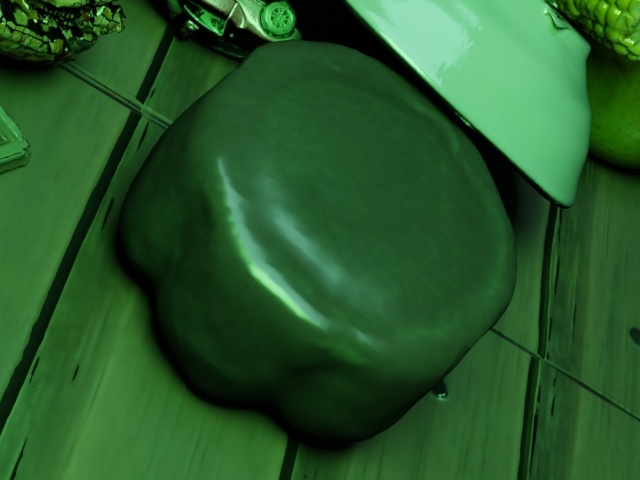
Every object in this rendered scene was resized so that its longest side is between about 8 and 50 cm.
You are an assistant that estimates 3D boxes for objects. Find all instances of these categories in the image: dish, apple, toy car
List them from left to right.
[{"bbox_3d":[-0.079,-0.162,1.227,0.142,0.069,0.055,30,79,-17],"label":"toy car"},{"bbox_3d":[0.101,-0.164,1.253,0.316,0.106,0.316,43,10,-9],"label":"dish"},{"bbox_3d":[0.260,-0.155,1.446,0.196,0.157,0.196,26,32,-18],"label":"apple"}]

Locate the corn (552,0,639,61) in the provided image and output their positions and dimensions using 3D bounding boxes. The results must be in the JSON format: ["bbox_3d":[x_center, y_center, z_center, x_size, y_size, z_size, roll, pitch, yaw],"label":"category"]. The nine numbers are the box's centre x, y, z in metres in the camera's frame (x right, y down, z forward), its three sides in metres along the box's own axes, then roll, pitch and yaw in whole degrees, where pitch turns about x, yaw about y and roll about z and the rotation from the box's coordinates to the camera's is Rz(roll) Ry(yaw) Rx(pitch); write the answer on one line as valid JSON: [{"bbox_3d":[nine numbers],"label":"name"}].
[{"bbox_3d":[0.178,-0.242,1.363,0.101,0.101,0.310,14,27,-32],"label":"corn"}]

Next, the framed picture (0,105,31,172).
[{"bbox_3d":[-0.333,-0.138,1.007,0.315,0.024,0.232,51,38,11],"label":"framed picture"}]

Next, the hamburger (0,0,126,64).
[{"bbox_3d":[-0.215,-0.208,1.090,0.231,0.107,0.231,37,21,-17],"label":"hamburger"}]

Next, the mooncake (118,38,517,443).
[{"bbox_3d":[0.000,0.000,1.082,0.245,0.133,0.245,24,41,-23],"label":"mooncake"}]
